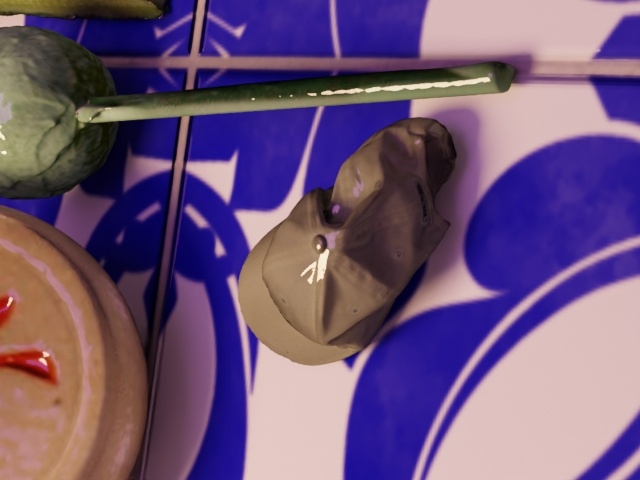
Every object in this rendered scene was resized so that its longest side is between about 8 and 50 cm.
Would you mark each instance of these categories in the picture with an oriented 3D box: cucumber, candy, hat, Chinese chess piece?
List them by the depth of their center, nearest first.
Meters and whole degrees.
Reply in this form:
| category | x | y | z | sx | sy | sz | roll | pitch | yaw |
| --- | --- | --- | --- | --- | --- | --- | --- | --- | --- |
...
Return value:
| category | x | y | z | sx | sy | sz | roll | pitch | yaw |
| --- | --- | --- | --- | --- | --- | --- | --- | --- | --- |
| hat | 0.001 | 0.002 | 0.975 | 0.166 | 0.081 | 0.122 | -22 | 66 | 52 |
| candy | -0.076 | -0.083 | 1.053 | 0.440 | 0.119 | 0.119 | 1 | 84 | 39 |
| Chinese chess piece | -0.231 | 0.098 | 1.085 | 0.250 | 0.103 | 0.249 | -1 | 74 | 5 |
| cucumber | -0.191 | -0.191 | 1.205 | 0.220 | 0.070 | 0.046 | 6 | 58 | 44 |
